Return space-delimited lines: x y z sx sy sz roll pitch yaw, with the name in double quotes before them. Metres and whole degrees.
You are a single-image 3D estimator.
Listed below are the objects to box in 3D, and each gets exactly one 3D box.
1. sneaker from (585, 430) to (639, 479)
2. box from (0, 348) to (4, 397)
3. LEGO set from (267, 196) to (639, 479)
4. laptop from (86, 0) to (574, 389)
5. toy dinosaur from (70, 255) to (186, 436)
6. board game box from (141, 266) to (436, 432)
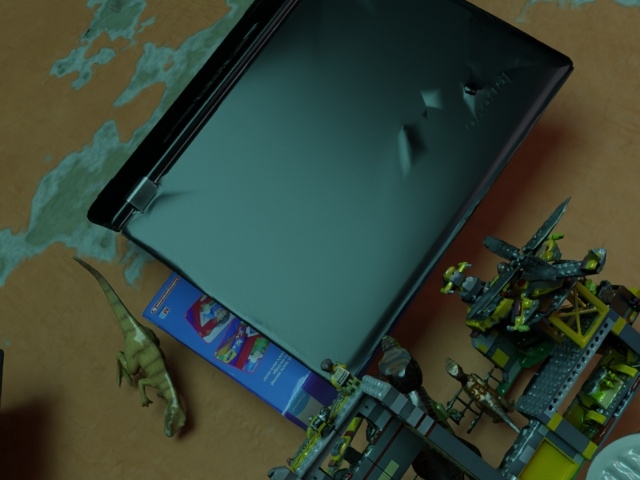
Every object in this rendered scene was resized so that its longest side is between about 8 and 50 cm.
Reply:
"sneaker" 0.250 0.285 0.556 0.126 0.127 0.321 -4 83 34
"box" -0.510 0.264 0.828 0.179 0.343 0.313 -52 39 43
"LEGO set" 0.081 0.114 0.648 0.331 0.192 0.255 -51 12 -2
"laptop" -0.025 -0.100 0.909 0.382 0.236 0.408 -53 19 -10
"toy dinosaur" -0.197 0.108 0.914 0.064 0.112 0.212 -31 86 -29
"board game box" 0.000 0.000 0.897 0.233 0.078 0.347 27 76 39
